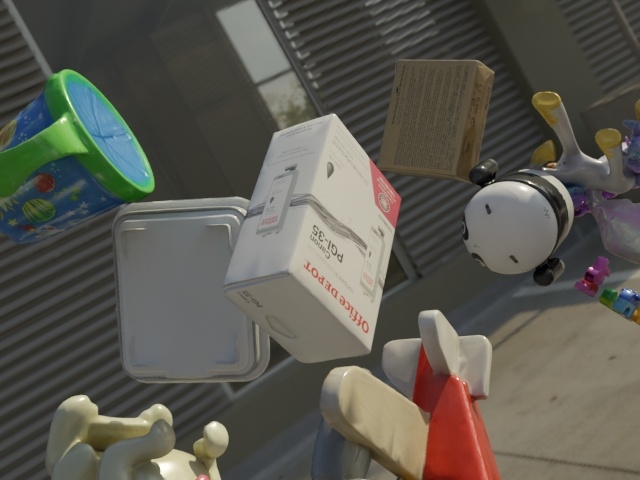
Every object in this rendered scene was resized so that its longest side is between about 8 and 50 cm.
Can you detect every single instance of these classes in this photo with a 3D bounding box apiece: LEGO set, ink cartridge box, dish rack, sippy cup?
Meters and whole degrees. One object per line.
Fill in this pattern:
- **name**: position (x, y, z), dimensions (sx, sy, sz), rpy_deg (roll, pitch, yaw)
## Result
- **LEGO set**: position (0.561, 0.091, 1.313), dimensions (0.087, 0.227, 0.093), rpy_deg (34, 97, 46)
- **ink cartridge box**: position (0.235, -0.245, 1.501), dimensions (0.193, 0.235, 0.088), rpy_deg (12, 2, 39)
- **ink cartridge box**: position (0.000, 0.000, 1.030), dimensions (0.117, 0.207, 0.283), rpy_deg (-13, 46, 33)
- **dish rack**: position (-0.239, 0.094, 1.295), dimensions (0.285, 0.333, 0.072), rpy_deg (-3, 3, 8)
- **sippy cup**: position (-0.426, -0.116, 1.173), dimensions (0.224, 0.240, 0.305), rpy_deg (-32, -31, 6)

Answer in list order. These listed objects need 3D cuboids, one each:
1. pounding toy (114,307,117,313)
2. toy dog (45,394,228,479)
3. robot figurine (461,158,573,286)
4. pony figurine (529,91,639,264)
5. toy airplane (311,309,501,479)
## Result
- **pounding toy**: position (-0.261, 0.117, 1.465), dimensions (0.110, 0.183, 0.237), rpy_deg (25, 67, 38)
- **toy dog**: position (-0.314, 0.499, 1.327), dimensions (0.407, 0.284, 0.396), rpy_deg (13, 74, 42)
- **robot figurine**: position (0.362, -0.037, 1.342), dimensions (0.278, 0.209, 0.174), rpy_deg (-26, -47, -59)
- **pony figurine**: position (0.578, -0.131, 1.458), dimensions (0.350, 0.303, 0.363), rpy_deg (6, -28, 20)
- **toy airplane**: position (0.120, 0.284, 0.885), dimensions (0.272, 0.386, 0.384), rpy_deg (-26, 3, 16)
